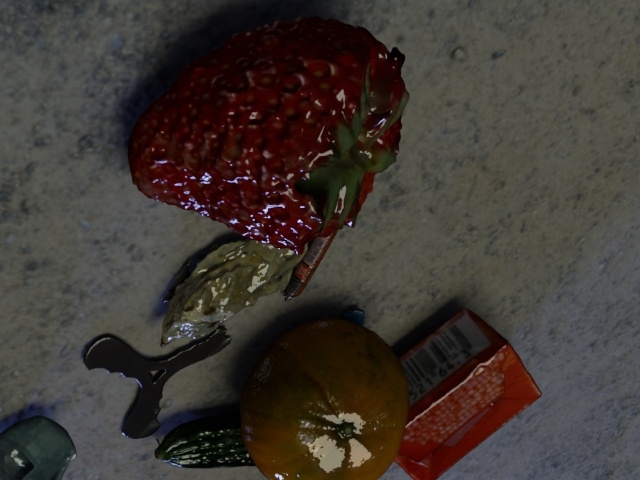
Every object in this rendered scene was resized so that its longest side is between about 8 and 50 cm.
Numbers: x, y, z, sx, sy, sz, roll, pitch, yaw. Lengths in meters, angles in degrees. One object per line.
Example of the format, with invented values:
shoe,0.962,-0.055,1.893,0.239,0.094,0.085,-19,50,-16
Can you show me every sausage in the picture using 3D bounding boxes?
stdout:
sausage,0.000,0.000,1.623,0.028,0.025,0.198,23,115,-10

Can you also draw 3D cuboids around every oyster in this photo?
oyster,-0.100,0.054,1.571,0.209,0.072,0.133,-15,137,-25

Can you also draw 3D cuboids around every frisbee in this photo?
frisbee,-0.198,0.166,1.650,0.187,0.012,0.211,-25,137,-14

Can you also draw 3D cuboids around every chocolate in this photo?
chocolate,0.185,0.231,1.882,0.237,0.108,0.235,-40,146,1

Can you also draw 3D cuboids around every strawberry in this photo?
strawberry,-0.049,-0.118,1.365,0.261,0.258,0.261,-47,152,-34

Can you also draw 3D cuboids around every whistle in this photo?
whistle,-0.441,0.346,1.536,0.348,0.189,0.189,-47,139,-5

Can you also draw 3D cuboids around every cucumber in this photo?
cucumber,-0.106,0.272,1.764,0.265,0.077,0.077,8,122,-37

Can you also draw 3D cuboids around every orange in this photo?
orange,0.009,0.223,1.689,0.240,0.171,0.240,-1,94,-17

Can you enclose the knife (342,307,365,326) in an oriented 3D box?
knife,0.033,0.207,1.834,0.044,0.026,0.296,-7,132,-14
